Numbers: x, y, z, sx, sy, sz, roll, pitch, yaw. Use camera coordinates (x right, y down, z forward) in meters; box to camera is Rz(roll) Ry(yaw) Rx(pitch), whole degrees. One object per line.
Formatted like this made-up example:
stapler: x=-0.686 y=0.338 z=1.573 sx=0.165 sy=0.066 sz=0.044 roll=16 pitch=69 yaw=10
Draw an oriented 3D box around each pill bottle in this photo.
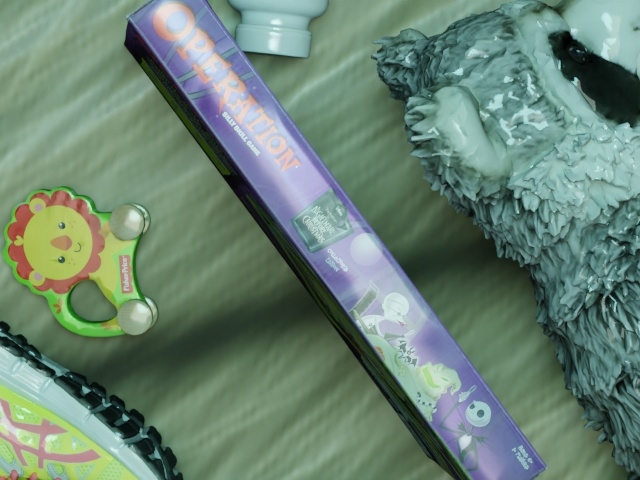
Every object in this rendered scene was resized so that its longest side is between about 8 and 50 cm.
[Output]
pill bottle: x=-0.025 y=-0.178 z=1.190 sx=0.067 sy=0.067 sz=0.120 roll=6 pitch=94 yaw=-4

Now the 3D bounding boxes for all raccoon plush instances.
raccoon plush: x=0.152 y=0.066 z=1.117 sx=0.299 sy=0.216 sz=0.446 roll=9 pitch=93 yaw=-15

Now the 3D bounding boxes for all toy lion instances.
toy lion: x=-0.158 y=0.014 z=1.217 sx=0.096 sy=0.034 sz=0.100 roll=-4 pitch=95 yaw=4

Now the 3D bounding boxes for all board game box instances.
board game box: x=0.000 y=0.000 z=1.135 sx=0.056 sy=0.208 sz=0.347 roll=-36 pitch=96 yaw=0

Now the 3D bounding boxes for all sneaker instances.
sneaker: x=-0.182 y=0.129 z=1.202 sx=0.208 sy=0.081 sz=0.094 roll=34 pitch=93 yaw=5
